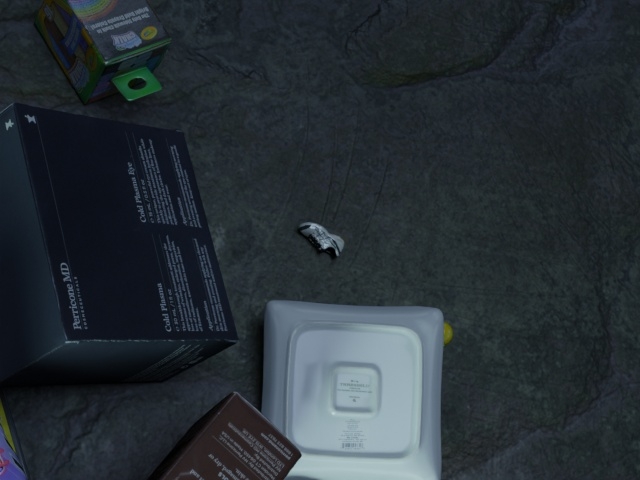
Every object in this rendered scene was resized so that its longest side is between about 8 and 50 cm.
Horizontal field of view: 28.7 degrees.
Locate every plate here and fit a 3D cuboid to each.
[{"bbox_3d":[0.049,0.227,1.876,0.277,0.045,0.278,3,77,-4],"label":"plate"}]

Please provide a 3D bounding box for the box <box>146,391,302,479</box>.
[{"bbox_3d":[-0.206,0.398,1.670,0.143,0.191,0.381,44,56,-1],"label":"box"}]

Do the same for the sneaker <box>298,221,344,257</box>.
[{"bbox_3d":[0.000,0.000,2.052,0.083,0.032,0.037,26,58,-13],"label":"sneaker"}]

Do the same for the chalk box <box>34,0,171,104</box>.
[{"bbox_3d":[-0.333,-0.310,1.978,0.132,0.132,0.213,-26,81,-34],"label":"chalk box"}]

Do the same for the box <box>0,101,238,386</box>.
[{"bbox_3d":[-0.318,0.014,1.743,0.312,0.179,0.343,7,61,-50],"label":"box"}]

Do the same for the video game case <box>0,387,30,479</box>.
[{"bbox_3d":[-0.532,0.270,1.666,0.248,0.035,0.275,-12,72,-29],"label":"video game case"}]

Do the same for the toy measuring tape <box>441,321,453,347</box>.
[{"bbox_3d":[0.066,0.223,1.960,0.330,0.121,0.121,-31,82,-11],"label":"toy measuring tape"}]

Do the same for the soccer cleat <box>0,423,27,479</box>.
[{"bbox_3d":[-0.450,0.245,1.638,0.083,0.095,0.248,-20,76,-32],"label":"soccer cleat"}]
